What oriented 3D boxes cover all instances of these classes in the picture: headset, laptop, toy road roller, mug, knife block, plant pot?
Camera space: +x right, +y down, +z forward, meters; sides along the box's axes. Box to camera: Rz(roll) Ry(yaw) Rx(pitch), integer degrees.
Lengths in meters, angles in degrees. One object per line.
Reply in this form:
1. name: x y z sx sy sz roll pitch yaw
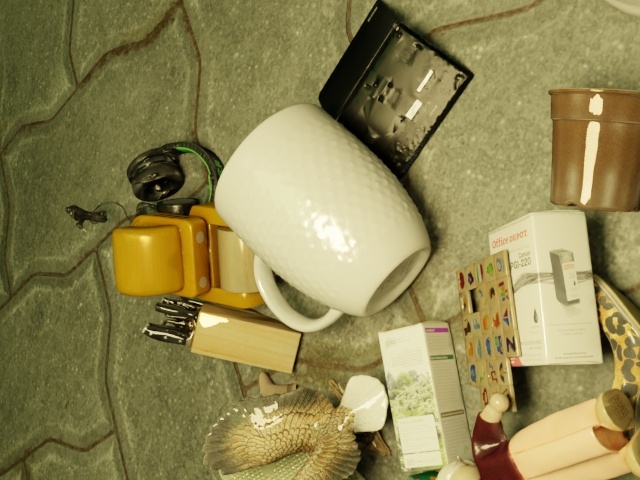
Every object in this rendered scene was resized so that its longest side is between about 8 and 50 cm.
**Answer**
1. headset: -0.407 -0.099 1.770 0.394 0.185 0.244 -13 76 29
2. laptop: 0.130 -0.293 1.426 0.264 0.136 0.234 38 113 10
3. toy road roller: -0.275 0.034 1.542 0.329 0.240 0.203 7 105 35
4. mug: 0.000 0.000 1.343 0.328 0.276 0.374 44 123 21
5. knife block: -0.211 0.189 1.523 0.275 0.242 0.088 19 98 41
6. plant pot: 0.404 -0.128 1.072 0.167 0.167 0.165 11 99 42

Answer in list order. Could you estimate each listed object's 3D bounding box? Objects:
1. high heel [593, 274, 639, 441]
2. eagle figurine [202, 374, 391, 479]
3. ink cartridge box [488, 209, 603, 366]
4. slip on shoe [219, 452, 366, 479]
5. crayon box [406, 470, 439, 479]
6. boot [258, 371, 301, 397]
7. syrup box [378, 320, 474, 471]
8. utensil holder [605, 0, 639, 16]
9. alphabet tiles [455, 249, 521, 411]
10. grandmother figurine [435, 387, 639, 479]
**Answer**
1. high heel: 0.401 0.189 1.071 0.186 0.093 0.261 -44 62 27
2. eagle figurine: -0.020 0.367 1.298 0.226 0.298 0.225 -6 96 55
3. ink cartridge box: 0.328 0.076 1.108 0.158 0.092 0.218 136 133 -75
4. slip on shoe: -0.043 0.473 1.445 0.331 0.101 0.123 1 49 31
5. crayon box: 0.236 0.517 1.192 0.278 0.081 0.165 27 103 40
6. boot: -0.078 0.312 1.530 0.087 0.042 0.119 -30 67 29
7. syrup box: 0.178 0.261 1.264 0.093 0.096 0.237 -20 72 37
8. utensil holder: 0.412 -0.495 0.947 0.327 0.385 0.328 -5 83 42
9. alphabet tiles: 0.266 0.149 1.178 0.198 0.009 0.237 133 133 -74
10. grandmother figurine: 0.292 0.319 1.069 0.342 0.104 0.208 -40 64 38
